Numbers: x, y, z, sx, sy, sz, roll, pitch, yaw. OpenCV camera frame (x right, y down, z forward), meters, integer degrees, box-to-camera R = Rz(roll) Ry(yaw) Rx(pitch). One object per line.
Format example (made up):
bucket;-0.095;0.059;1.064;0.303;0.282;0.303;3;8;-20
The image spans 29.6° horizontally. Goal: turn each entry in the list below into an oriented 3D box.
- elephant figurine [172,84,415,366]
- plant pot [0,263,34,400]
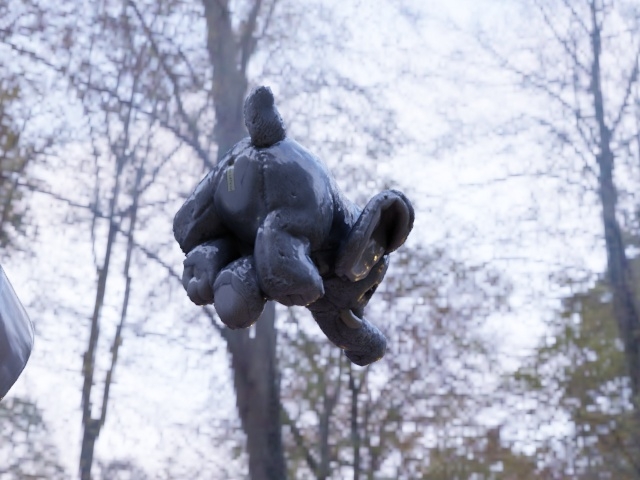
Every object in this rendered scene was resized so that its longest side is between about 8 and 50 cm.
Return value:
elephant figurine;0.000;0.000;1.072;0.239;0.169;0.186;6;-37;-46
plant pot;-0.415;0.018;0.886;0.323;0.323;0.280;-10;-63;22
